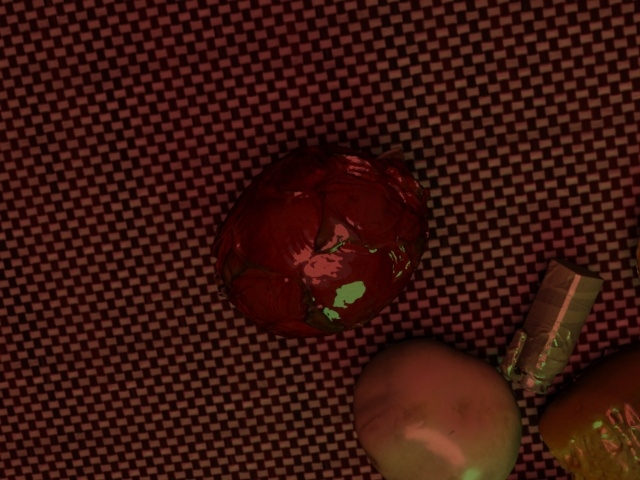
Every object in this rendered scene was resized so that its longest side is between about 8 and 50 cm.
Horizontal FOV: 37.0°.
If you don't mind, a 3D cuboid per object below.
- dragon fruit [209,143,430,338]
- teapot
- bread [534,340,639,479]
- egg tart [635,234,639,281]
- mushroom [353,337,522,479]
[{"bbox_3d":[0.000,0.000,1.358,0.342,0.277,0.277,-40,96,3],"label":"dragon fruit"},{"bbox_3d":[0.338,0.131,1.437,0.107,0.077,0.200,8,108,-38],"label":"teapot"},{"bbox_3d":[0.470,0.267,1.433,0.262,0.162,0.204,-36,86,-1],"label":"bread"},{"bbox_3d":[0.603,0.025,1.389,0.290,0.107,0.291,3,105,12],"label":"egg tart"},{"bbox_3d":[0.171,0.283,1.458,0.253,0.234,0.260,-10,61,-21],"label":"mushroom"}]
